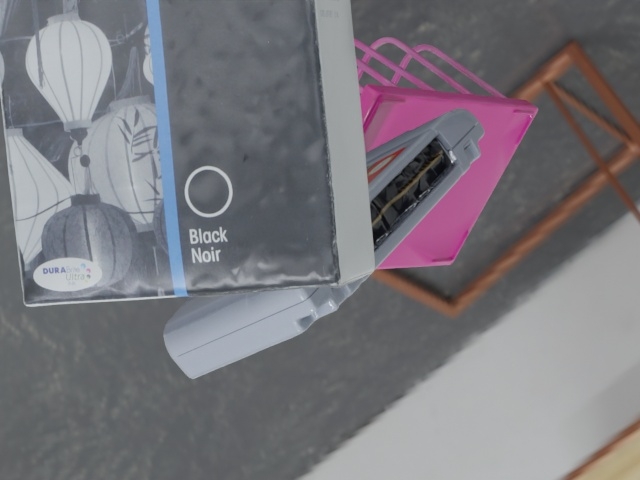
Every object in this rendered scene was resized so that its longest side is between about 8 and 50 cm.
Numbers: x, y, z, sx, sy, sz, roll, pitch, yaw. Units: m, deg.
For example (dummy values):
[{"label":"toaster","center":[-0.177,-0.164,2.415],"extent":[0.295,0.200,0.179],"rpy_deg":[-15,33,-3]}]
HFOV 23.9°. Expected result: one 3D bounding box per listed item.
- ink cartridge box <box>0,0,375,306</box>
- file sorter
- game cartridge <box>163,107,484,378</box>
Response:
[{"label":"ink cartridge box","center":[-0.073,-0.139,0.705],"extent":[0.165,0.332,0.065],"rpy_deg":[-5,-177,19]},{"label":"file sorter","center":[0.041,-0.102,1.562],"extent":[0.291,0.182,0.202],"rpy_deg":[-2,125,-52]},{"label":"game cartridge","center":[0.000,0.000,1.253],"extent":[0.196,0.294,0.060],"rpy_deg":[-31,100,44]}]
